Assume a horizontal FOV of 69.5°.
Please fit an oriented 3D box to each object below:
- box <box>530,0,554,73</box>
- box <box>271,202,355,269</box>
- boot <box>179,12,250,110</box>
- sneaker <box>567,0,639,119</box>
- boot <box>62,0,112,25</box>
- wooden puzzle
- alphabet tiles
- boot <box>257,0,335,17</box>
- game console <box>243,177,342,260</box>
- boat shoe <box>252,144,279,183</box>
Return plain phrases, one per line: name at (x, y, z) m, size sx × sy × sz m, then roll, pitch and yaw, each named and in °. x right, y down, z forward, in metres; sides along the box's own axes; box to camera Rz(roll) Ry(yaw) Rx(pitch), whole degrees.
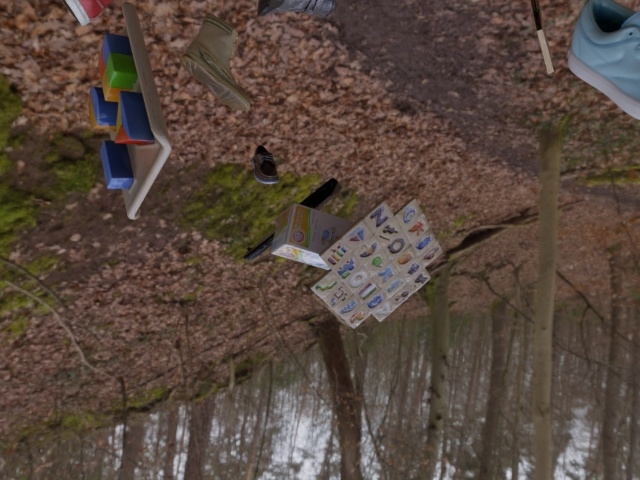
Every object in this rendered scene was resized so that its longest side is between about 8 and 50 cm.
box at (0.671, -0.630, 1.397) m, size 0.021 × 0.164 × 0.201 m, roll -12°, pitch 154°, yaw 30°
box at (0.000, 0.000, 1.093) m, size 0.203 × 0.103 × 0.114 m, roll 17°, pitch 162°, yaw -20°
boot at (-0.299, -0.563, 1.470) m, size 0.095 × 0.203 × 0.262 m, roll -3°, pitch 151°, yaw 45°
sneaker at (0.576, -0.321, 0.802) m, size 0.135 × 0.366 × 0.150 m, roll -30°, pitch 136°, yaw -3°
boot at (-0.530, -0.621, 1.047) m, size 0.088 × 0.176 × 0.244 m, roll 49°, pitch 170°, yaw 2°
wooden puzzle at (-0.416, -0.251, 0.965) m, size 0.081 × 0.322 × 0.348 m, roll -9°, pitch 162°, yaw -34°
alphabet tiles at (0.136, 0.061, 1.029) m, size 0.011 × 0.285 × 0.342 m, roll 48°, pitch 180°, yaw 42°
boot at (-0.087, -0.816, 1.593) m, size 0.223 × 0.118 × 0.338 m, roll 4°, pitch -160°, yaw -23°
game console at (-0.086, -0.058, 1.357) m, size 0.361 × 0.044 × 0.213 m, roll -38°, pitch 180°, yaw 6°
boat shoe at (-0.167, -0.226, 1.357) m, size 0.066 × 0.066 × 0.183 m, roll -8°, pitch -146°, yaw -21°
